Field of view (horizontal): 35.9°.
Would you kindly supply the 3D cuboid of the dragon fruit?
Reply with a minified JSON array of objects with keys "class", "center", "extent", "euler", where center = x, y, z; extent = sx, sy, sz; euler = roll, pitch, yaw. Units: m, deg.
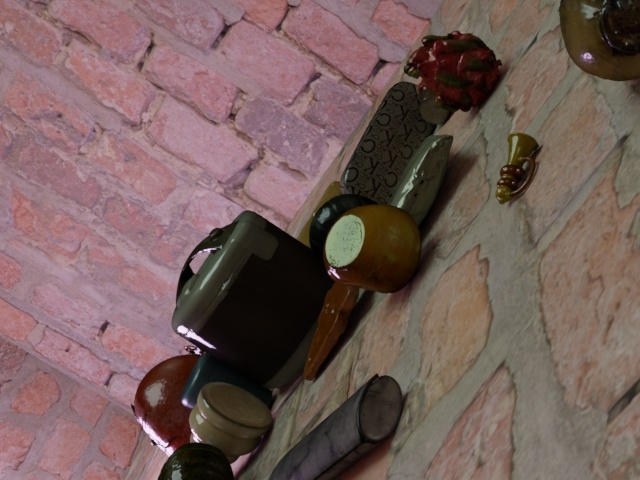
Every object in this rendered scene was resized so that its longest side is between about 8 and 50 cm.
[{"class":"dragon fruit","center":[0.263,-0.343,1.981],"extent":[0.160,0.172,0.166],"euler":[-62,8,-29]}]

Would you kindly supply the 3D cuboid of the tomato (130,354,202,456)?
[{"class":"tomato","center":[-0.301,0.392,2.312],"extent":[0.265,0.265,0.265],"euler":[-56,7,11]}]

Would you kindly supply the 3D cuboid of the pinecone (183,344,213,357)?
[{"class":"pinecone","center":[-0.270,0.291,2.753],"extent":[0.179,0.184,0.204],"euler":[8,71,38]}]

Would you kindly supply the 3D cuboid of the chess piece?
[{"class":"chess piece","center":[-0.236,0.456,2.050],"extent":[0.300,0.167,0.167],"euler":[-61,6,16]}]

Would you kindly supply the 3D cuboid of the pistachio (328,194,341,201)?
[{"class":"pistachio","center":[0.049,-0.019,2.260],"extent":[0.136,0.136,0.226],"euler":[-52,15,36]}]

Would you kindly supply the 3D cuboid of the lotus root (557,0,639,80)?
[{"class":"lotus root","center":[0.362,-0.276,1.193],"extent":[0.154,0.154,0.278],"euler":[-54,9,23]}]

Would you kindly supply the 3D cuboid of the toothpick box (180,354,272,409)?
[{"class":"toothpick box","center":[-0.201,0.339,2.155],"extent":[0.120,0.184,0.120],"euler":[-60,9,16]}]

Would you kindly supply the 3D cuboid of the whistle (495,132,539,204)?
[{"class":"whistle","center":[0.284,-0.099,1.408],"extent":[0.046,0.057,0.109],"euler":[54,-133,-49]}]

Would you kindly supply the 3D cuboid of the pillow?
[{"class":"pillow","center":[0.170,-0.073,1.867],"extent":[0.281,0.076,0.274],"euler":[-62,1,4]}]

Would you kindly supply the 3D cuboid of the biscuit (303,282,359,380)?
[{"class":"biscuit","center":[0.030,0.140,1.897],"extent":[0.183,0.043,0.280],"euler":[-171,99,-82]}]

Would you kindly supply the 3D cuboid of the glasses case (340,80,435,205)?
[{"class":"glasses case","center":[0.161,-0.217,2.261],"extent":[0.355,0.137,0.085],"euler":[-62,8,-27]}]

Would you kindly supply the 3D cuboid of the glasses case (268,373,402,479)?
[{"class":"glasses case","center":[0.012,0.297,1.393],"extent":[0.299,0.060,0.114],"euler":[-50,10,46]}]

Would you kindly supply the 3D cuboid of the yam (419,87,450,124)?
[{"class":"yam","center":[0.270,-0.327,2.242],"extent":[0.084,0.084,0.127],"euler":[-50,8,46]}]

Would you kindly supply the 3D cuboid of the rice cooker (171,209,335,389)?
[{"class":"rice cooker","center":[-0.144,0.120,2.122],"extent":[0.335,0.325,0.335],"euler":[-56,8,12]}]

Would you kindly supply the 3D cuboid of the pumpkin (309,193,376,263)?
[{"class":"pumpkin","center":[0.058,-0.017,2.043],"extent":[0.167,0.125,0.167],"euler":[-31,-37,-27]}]

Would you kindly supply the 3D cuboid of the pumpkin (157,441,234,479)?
[{"class":"pumpkin","center":[-0.241,0.494,1.871],"extent":[0.223,0.157,0.224],"euler":[-162,90,-75]}]

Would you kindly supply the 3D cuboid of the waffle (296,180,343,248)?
[{"class":"waffle","center":[0.000,0.000,2.438],"extent":[0.248,0.055,0.221],"euler":[-60,-16,-25]}]

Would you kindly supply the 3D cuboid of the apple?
[{"class":"apple","center":[0.091,0.012,1.671],"extent":[0.163,0.146,0.147],"euler":[4,79,49]}]
